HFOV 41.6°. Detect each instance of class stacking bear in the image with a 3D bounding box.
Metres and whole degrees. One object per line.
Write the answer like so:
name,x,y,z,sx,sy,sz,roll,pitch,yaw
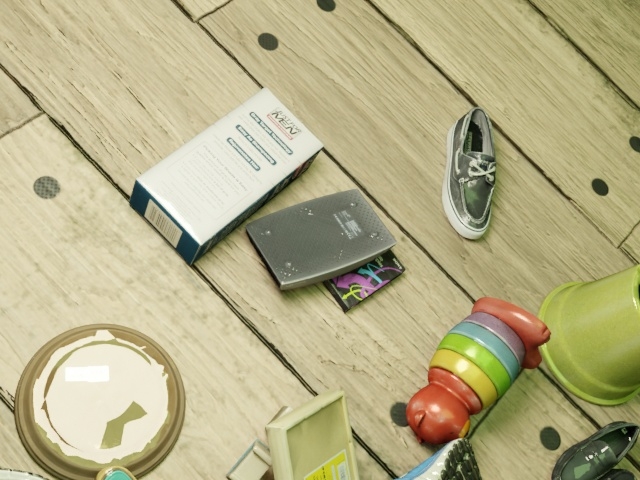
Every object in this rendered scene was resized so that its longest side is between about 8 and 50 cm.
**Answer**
stacking bear,0.274,0.258,1.571,0.164,0.175,0.289,34,65,23

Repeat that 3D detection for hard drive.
hard drive,0.000,0.000,1.619,0.255,0.054,0.172,-19,57,-25

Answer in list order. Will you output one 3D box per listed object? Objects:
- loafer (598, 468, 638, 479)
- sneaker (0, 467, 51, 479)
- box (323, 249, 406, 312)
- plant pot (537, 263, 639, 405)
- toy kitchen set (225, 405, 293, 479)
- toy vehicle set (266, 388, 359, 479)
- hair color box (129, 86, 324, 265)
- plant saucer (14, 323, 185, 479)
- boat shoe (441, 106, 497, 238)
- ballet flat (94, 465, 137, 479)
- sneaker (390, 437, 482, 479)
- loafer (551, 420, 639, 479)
loafer,0.522,0.539,1.560,0.109,0.095,0.302,47,59,5
sneaker,-0.492,0.387,1.259,0.209,0.081,0.094,9,70,-10
box,0.076,0.054,1.663,0.162,0.029,0.116,-32,80,-31
plant pot,0.621,0.167,1.687,0.276,0.254,0.276,9,63,-18
toy kitchen set,-0.064,0.409,1.407,0.166,0.122,0.207,42,78,2
toy vehicle set,-0.001,0.395,1.360,0.166,0.035,0.266,-18,101,-50
hair color box,-0.175,-0.128,1.608,0.174,0.105,0.347,46,59,4
plant saucer,-0.357,0.264,1.387,0.278,0.041,0.277,8,63,-16
boat shoe,0.334,-0.152,1.819,0.108,0.102,0.301,14,61,-14
ballet flat,-0.272,0.446,1.310,0.080,0.073,0.232,-35,95,-33
sneaker,0.166,0.433,1.443,0.330,0.147,0.129,-13,85,-51
loafer,0.536,0.417,1.635,0.223,0.078,0.076,-27,77,-29
